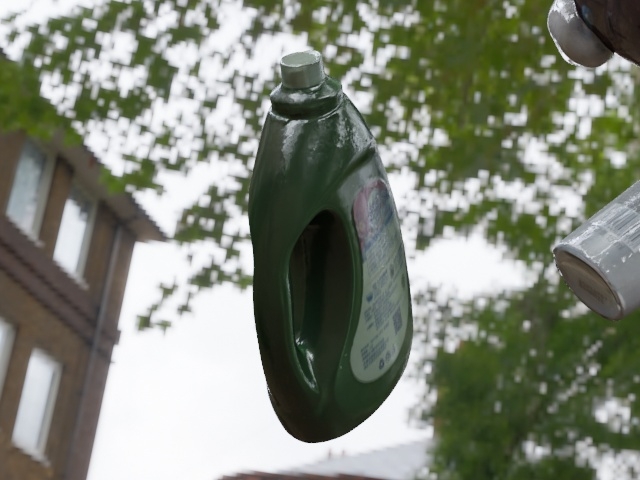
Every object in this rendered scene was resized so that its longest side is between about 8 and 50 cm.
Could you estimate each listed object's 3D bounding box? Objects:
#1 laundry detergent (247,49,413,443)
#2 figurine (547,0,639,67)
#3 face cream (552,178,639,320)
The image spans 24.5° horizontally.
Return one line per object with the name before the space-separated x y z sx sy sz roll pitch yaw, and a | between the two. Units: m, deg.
laundry detergent | 0.000 0.000 0.820 0.063 0.137 0.210 9 -56 28
figurine | 0.344 -0.303 1.340 0.218 0.206 0.365 35 -26 26
face cream | 0.329 -0.037 1.265 0.107 0.269 0.073 43 -19 38
